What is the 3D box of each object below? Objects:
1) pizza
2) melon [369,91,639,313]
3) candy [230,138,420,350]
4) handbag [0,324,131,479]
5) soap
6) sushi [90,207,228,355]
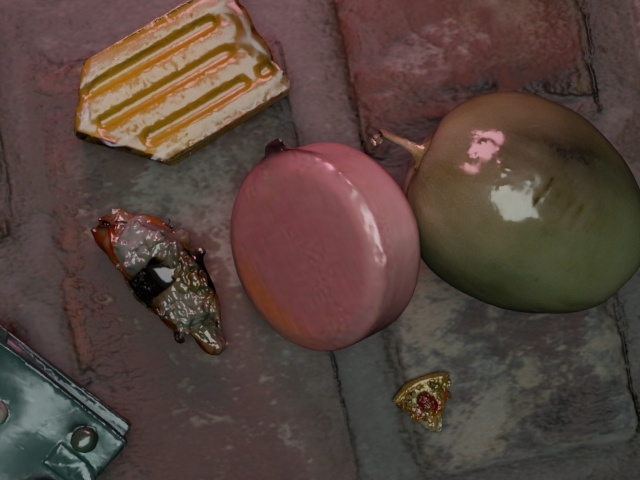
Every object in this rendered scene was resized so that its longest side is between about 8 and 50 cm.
[{"bbox_3d":[0.143,0.212,1.270,0.083,0.025,0.078,-28,90,-5],"label":"pizza"},{"bbox_3d":[0.238,-0.043,1.165,0.307,0.271,0.272,10,89,-24],"label":"melon"},{"bbox_3d":[0.000,0.000,1.161,0.094,0.255,0.256,-19,92,-47],"label":"candy"},{"bbox_3d":[-0.411,0.255,1.190,0.274,0.100,0.269,42,86,-3],"label":"handbag"},{"bbox_3d":[-0.185,-0.187,1.216,0.257,0.080,0.160,-31,91,-3],"label":"soap"},{"bbox_3d":[-0.182,0.044,1.210,0.097,0.103,0.226,-41,95,-20],"label":"sushi"}]
